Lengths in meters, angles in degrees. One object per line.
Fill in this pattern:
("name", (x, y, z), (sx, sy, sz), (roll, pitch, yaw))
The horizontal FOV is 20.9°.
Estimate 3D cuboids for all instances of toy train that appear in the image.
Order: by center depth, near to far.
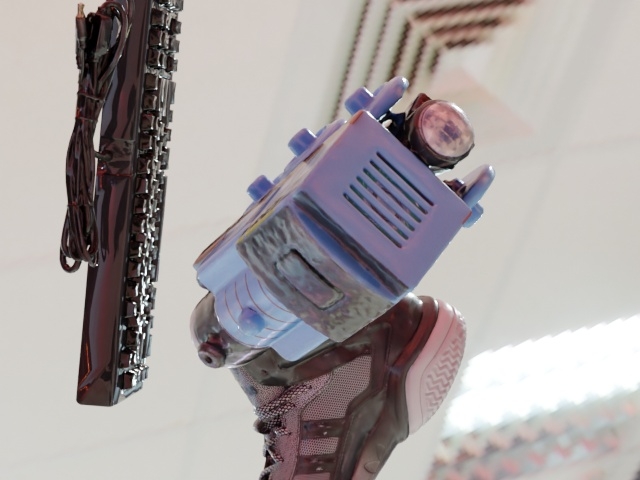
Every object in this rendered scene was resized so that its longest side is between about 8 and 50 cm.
("toy train", (0.000, 0.000, 0.763), (0.105, 0.080, 0.184), (-49, 7, -35))

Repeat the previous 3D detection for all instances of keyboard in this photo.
("keyboard", (-0.123, -0.052, 1.109), (0.033, 0.317, 0.201), (5, 3, 11))

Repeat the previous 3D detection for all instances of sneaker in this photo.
("sneaker", (-0.026, 0.128, 1.158), (0.153, 0.101, 0.268), (33, -99, -15))
